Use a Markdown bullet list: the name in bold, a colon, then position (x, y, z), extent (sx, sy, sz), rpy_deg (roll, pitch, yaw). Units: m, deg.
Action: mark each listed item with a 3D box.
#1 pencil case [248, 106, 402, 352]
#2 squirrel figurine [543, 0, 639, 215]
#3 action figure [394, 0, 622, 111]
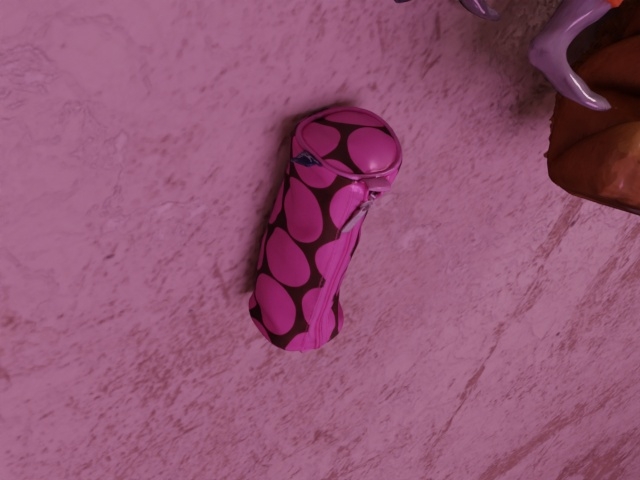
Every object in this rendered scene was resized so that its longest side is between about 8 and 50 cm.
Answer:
- **pencil case**: position (0.000, 0.000, 0.803), extent (0.095, 0.098, 0.209), rpy_deg (-17, 142, -31)
- **squirrel figurine**: position (0.331, -0.189, 0.772), extent (0.280, 0.397, 0.371), rpy_deg (16, 96, -7)
- **action figure**: position (0.190, -0.250, 0.581), extent (0.178, 0.341, 0.330), rpy_deg (21, 113, -11)
